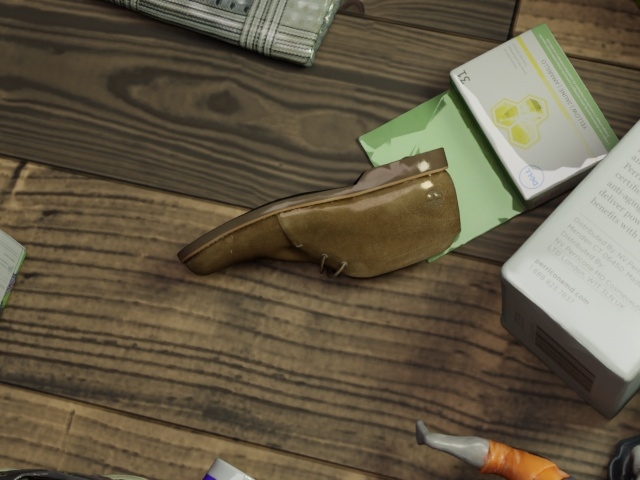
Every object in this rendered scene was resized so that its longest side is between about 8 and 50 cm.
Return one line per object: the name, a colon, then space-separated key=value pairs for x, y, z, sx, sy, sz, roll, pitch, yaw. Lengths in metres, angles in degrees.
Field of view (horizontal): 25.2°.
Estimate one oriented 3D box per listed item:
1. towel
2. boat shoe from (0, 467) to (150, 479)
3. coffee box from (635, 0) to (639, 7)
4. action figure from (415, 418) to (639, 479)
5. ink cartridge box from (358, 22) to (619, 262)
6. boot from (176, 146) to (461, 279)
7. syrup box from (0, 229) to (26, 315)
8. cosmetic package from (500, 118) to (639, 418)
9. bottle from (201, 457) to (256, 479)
towel: x=-0.092 y=-0.388 z=1.656 sx=0.312 sy=0.056 sz=0.324 roll=20 pitch=77 yaw=12
boat shoe: x=-0.305 y=0.280 z=1.475 sx=0.285 sy=0.092 sz=0.103 roll=-1 pitch=73 yaw=5
coffee box: x=0.434 y=-0.441 z=1.462 sx=0.334 sy=0.337 sz=0.338 roll=-30 pitch=74 yaw=-1
action figure: x=0.246 y=0.324 z=1.362 sx=0.330 sy=0.178 sz=0.341 roll=0 pitch=74 yaw=16
ink cartridge box: x=0.180 y=-0.106 z=1.548 sx=0.235 sy=0.056 sz=0.171 roll=-27 pitch=74 yaw=-3
boot: x=0.000 y=0.000 z=1.518 sx=0.305 sy=0.112 sz=0.115 roll=-17 pitch=93 yaw=6
syrup box: x=-0.413 y=0.093 z=1.539 sx=0.093 sy=0.096 sz=0.237 roll=17 pitch=78 yaw=13
cosmetic package: x=0.383 y=-0.054 z=1.418 sx=0.161 sy=0.230 sz=0.453 roll=42 pitch=82 yaw=16
bottle: x=-0.150 y=0.355 z=1.436 sx=0.118 sy=0.092 sz=0.283 roll=30 pitch=80 yaw=3
